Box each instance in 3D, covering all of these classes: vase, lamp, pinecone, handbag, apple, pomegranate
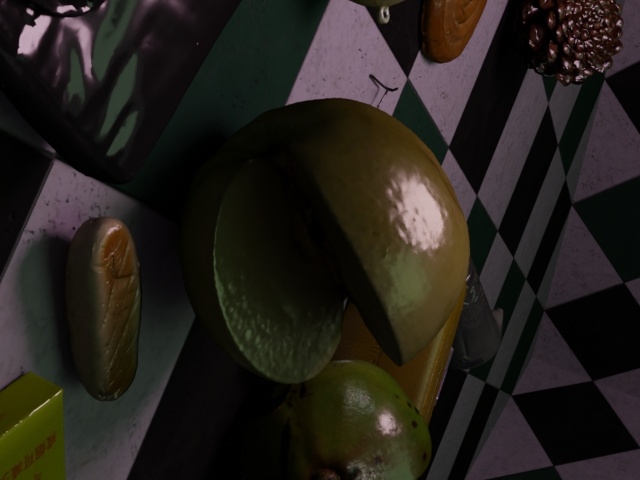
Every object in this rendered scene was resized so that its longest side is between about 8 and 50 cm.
[{"bbox_3d":[0.269,0.144,2.003,0.251,0.156,0.300,-36,144,-12],"label":"vase"},{"bbox_3d":[0.067,-0.164,1.344,0.121,0.041,0.054,-65,167,-4],"label":"lamp"},{"bbox_3d":[0.466,-0.409,1.870,0.221,0.222,0.221,-51,153,-40],"label":"pinecone"},{"bbox_3d":[-0.147,-0.203,0.702,0.275,0.088,0.244,-60,155,-16],"label":"handbag"},{"bbox_3d":[0.000,0.000,0.980,0.292,0.292,0.254,-53,130,-37],"label":"apple"},{"bbox_3d":[0.015,0.278,1.364,0.340,0.261,0.260,-116,-140,-73],"label":"pomegranate"}]

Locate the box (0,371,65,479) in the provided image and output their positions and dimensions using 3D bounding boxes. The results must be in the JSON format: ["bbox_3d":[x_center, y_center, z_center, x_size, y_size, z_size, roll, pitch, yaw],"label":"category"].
[{"bbox_3d":[-0.296,0.297,0.852,0.187,0.047,0.334,-42,145,-51],"label":"box"}]

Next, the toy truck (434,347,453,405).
[{"bbox_3d":[0.152,0.181,1.698,0.124,0.155,0.267,1,108,-68],"label":"toy truck"}]

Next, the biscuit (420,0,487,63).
[{"bbox_3d":[0.220,-0.396,1.498,0.262,0.037,0.261,-52,154,-39],"label":"biscuit"}]

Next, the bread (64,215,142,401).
[{"bbox_3d":[-0.195,0.060,0.870,0.073,0.053,0.214,-42,149,-43],"label":"bread"}]

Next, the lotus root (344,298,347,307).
[{"bbox_3d":[-0.012,0.078,1.296,0.192,0.088,0.113,-65,152,-12],"label":"lotus root"}]

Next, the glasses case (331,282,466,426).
[{"bbox_3d":[0.107,0.192,1.570,0.141,0.173,0.371,-1,107,-69],"label":"glasses case"}]

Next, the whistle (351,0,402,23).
[{"bbox_3d":[0.052,-0.349,1.066,0.123,0.123,0.223,-27,112,-61],"label":"whistle"}]
